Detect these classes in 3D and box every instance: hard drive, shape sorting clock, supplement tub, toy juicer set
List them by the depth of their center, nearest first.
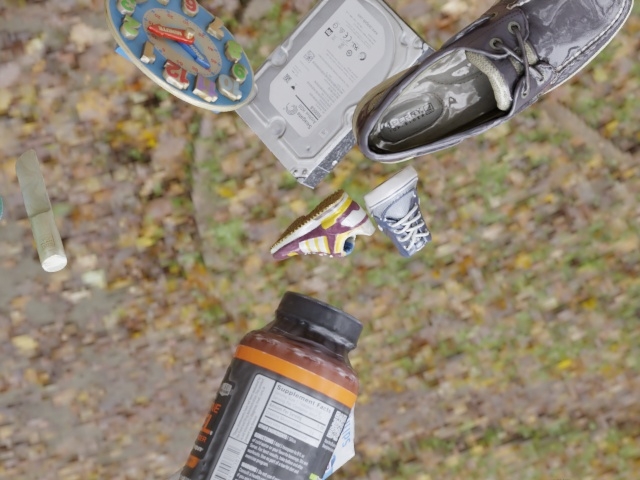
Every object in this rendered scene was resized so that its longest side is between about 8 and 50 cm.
[{"bbox_3d":[-0.035,0.143,1.053,0.106,0.198,0.106,23,170,4],"label":"supplement tub"},{"bbox_3d":[-0.401,-0.014,1.475,0.329,0.209,0.089,-21,148,-39],"label":"toy juicer set"},{"bbox_3d":[-0.162,-0.233,1.566,0.206,0.206,0.040,9,139,-41],"label":"shape sorting clock"},{"bbox_3d":[0.018,-0.294,2.416,0.339,0.237,0.064,-46,154,13],"label":"hard drive"}]

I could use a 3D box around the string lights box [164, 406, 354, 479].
[{"bbox_3d":[-0.072,0.291,1.695,0.260,0.077,0.133,-35,145,-28],"label":"string lights box"}]

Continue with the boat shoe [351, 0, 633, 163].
[{"bbox_3d":[0.154,-0.150,1.184,0.285,0.092,0.103,-29,106,12],"label":"boat shoe"}]

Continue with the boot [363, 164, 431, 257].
[{"bbox_3d":[0.099,-0.030,1.541,0.069,0.086,0.190,-34,176,0],"label":"boot"}]

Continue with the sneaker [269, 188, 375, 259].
[{"bbox_3d":[0.000,0.000,1.935,0.185,0.084,0.069,-34,-166,48],"label":"sneaker"}]

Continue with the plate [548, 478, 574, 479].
[{"bbox_3d":[0.259,0.356,1.662,0.188,0.024,0.188,-10,131,-12],"label":"plate"}]
